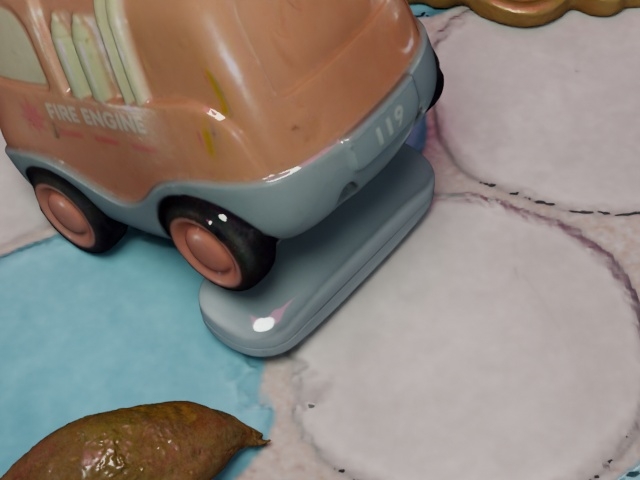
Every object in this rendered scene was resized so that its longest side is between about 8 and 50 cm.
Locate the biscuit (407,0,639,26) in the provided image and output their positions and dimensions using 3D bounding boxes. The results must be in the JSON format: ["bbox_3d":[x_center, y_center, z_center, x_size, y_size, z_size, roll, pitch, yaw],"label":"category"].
[{"bbox_3d":[0.135,-0.215,0.986,0.236,0.040,0.144,9,58,13],"label":"biscuit"}]

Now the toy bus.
[{"bbox_3d":[-0.083,-0.119,0.774,0.288,0.232,0.194,16,54,42],"label":"toy bus"}]

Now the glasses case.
[{"bbox_3d":[0.000,0.000,0.809,0.067,0.045,0.178,31,60,27],"label":"glasses case"}]

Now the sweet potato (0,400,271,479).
[{"bbox_3d":[-0.135,0.130,0.703,0.226,0.068,0.068,-19,53,-11],"label":"sweet potato"}]
